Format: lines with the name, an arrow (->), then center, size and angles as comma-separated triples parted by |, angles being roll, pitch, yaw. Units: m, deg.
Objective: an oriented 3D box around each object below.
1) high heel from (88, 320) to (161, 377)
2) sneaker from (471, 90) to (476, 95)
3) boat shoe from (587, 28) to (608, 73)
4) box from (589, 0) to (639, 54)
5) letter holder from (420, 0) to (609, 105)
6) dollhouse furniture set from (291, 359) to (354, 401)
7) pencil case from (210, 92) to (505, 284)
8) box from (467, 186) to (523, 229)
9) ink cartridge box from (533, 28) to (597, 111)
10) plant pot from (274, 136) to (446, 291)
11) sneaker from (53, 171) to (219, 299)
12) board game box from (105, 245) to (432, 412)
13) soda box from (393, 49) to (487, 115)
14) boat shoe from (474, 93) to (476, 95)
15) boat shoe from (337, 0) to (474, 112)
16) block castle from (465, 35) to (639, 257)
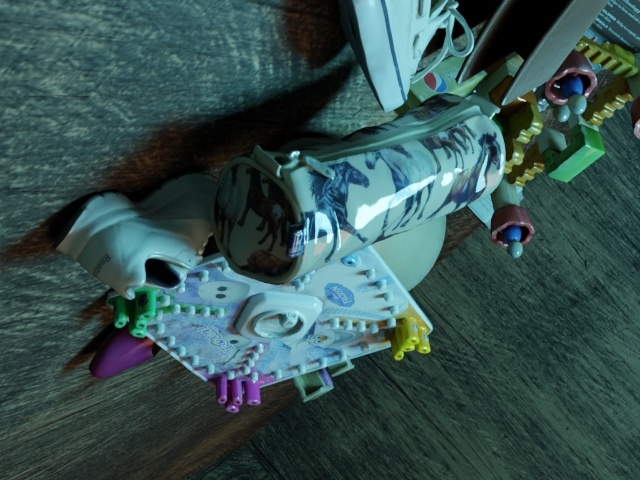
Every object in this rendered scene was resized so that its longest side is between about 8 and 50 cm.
high heel -> -0.188, 0.146, 1.721 | 0.377, 0.181, 0.127 | -38, 169, -11
sneaker -> 0.268, -0.268, 1.980 | 0.032, 0.037, 0.083 | -31, 167, -44
boat shoe -> 0.538, -0.380, 2.228 | 0.099, 0.116, 0.319 | -40, 174, -20
box -> 0.592, -0.460, 1.883 | 0.168, 0.167, 0.203 | -51, 179, -45
letter holder -> 0.277, -0.328, 1.514 | 0.214, 0.152, 0.302 | -32, 166, -26
dollhouse furniture set -> 0.052, 0.122, 2.133 | 0.303, 0.286, 0.198 | -32, 172, 18
pencil case -> 0.063, -0.079, 1.359 | 0.410, 0.160, 0.183 | -22, 155, -37
box -> 0.369, -0.134, 2.441 | 0.119, 0.182, 0.181 | -42, 169, 6
ink cartridge box -> 0.428, -0.334, 2.082 | 0.172, 0.100, 0.237 | -38, 168, -9
plant pot -> 0.028, -0.053, 1.600 | 0.256, 0.256, 0.274 | -42, 153, 9
sneaker -> -0.193, 0.001, 1.301 | 0.111, 0.129, 0.297 | -50, 166, 32
board game box -> -0.064, 0.130, 1.619 | 0.390, 0.050, 0.390 | -19, 144, 15
soda box -> 0.195, -0.253, 1.742 | 0.181, 0.061, 0.058 | -31, 164, -40
boat shoe -> 0.276, -0.211, 2.119 | 0.302, 0.109, 0.094 | -38, -172, 36
boat shoe -> 0.105, -0.268, 1.205 | 0.156, 0.136, 0.367 | -23, 162, 2
block castle -> 0.383, -0.169, 1.890 | 0.303, 0.213, 0.453 | 18, 140, -30
